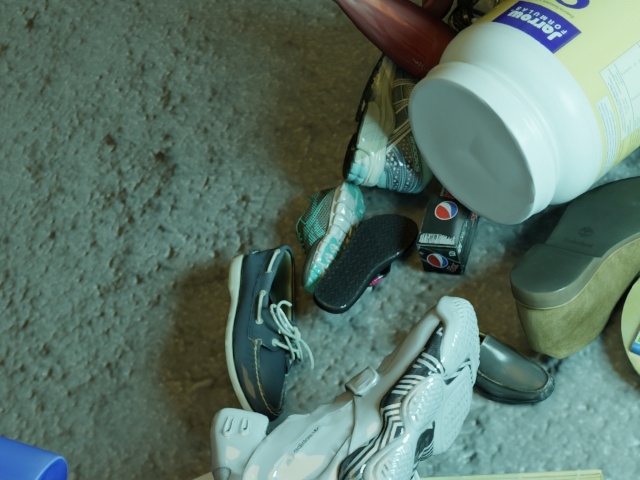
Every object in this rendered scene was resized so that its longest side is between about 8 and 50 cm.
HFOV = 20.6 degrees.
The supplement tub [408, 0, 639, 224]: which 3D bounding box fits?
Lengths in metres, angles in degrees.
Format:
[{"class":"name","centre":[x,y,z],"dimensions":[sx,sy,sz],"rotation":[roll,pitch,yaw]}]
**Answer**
[{"class":"supplement tub","centre":[0.291,-0.192,2.096],"dimensions":[0.331,0.241,0.241],"rotation":[-38,51,-25]}]

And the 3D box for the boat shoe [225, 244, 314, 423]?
[{"class":"boat shoe","centre":[-0.059,0.110,2.108],"dimensions":[0.079,0.095,0.254],"rotation":[-20,41,17]}]

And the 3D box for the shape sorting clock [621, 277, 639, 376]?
[{"class":"shape sorting clock","centre":[0.444,0.100,1.982],"dimensions":[0.206,0.040,0.206],"rotation":[-5,62,9]}]

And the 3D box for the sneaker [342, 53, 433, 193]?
[{"class":"sneaker","centre":[0.110,-0.158,2.266],"dimensions":[0.122,0.110,0.283],"rotation":[21,47,-5]}]

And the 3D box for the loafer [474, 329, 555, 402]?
[{"class":"loafer","centre":[0.190,0.137,2.023],"dimensions":[0.170,0.061,0.062],"rotation":[19,61,28]}]

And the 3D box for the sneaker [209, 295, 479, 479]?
[{"class":"sneaker","centre":[0.015,0.192,1.815],"dimensions":[0.210,0.137,0.366],"rotation":[17,63,25]}]

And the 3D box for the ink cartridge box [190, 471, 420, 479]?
[{"class":"ink cartridge box","centre":[-0.012,0.322,1.889],"dimensions":[0.272,0.114,0.197],"rotation":[-23,50,1]}]

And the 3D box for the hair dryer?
[{"class":"hair dryer","centre":[0.139,-0.283,2.277],"dimensions":[0.080,0.293,0.224],"rotation":[-56,42,31]}]

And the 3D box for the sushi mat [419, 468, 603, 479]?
[{"class":"sushi mat","centre":[0.154,0.323,1.920],"dimensions":[0.316,0.019,0.151],"rotation":[-5,54,15]}]

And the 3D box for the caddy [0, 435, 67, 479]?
[{"class":"caddy","centre":[-0.392,0.365,1.924],"dimensions":[0.179,0.241,0.341],"rotation":[9,57,18]}]

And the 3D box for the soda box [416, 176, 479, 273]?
[{"class":"soda box","centre":[0.167,-0.043,2.168],"dimensions":[0.053,0.060,0.169],"rotation":[6,55,20]}]

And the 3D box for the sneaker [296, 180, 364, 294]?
[{"class":"sneaker","centre":[0.000,0.000,2.200],"dimensions":[0.076,0.065,0.166],"rotation":[-7,47,34]}]

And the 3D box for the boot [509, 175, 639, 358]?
[{"class":"boot","centre":[0.329,0.025,2.051],"dimensions":[0.112,0.115,0.305],"rotation":[19,43,40]}]

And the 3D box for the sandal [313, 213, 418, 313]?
[{"class":"sandal","centre":[0.053,0.031,2.156],"dimensions":[0.067,0.040,0.179],"rotation":[30,57,23]}]
